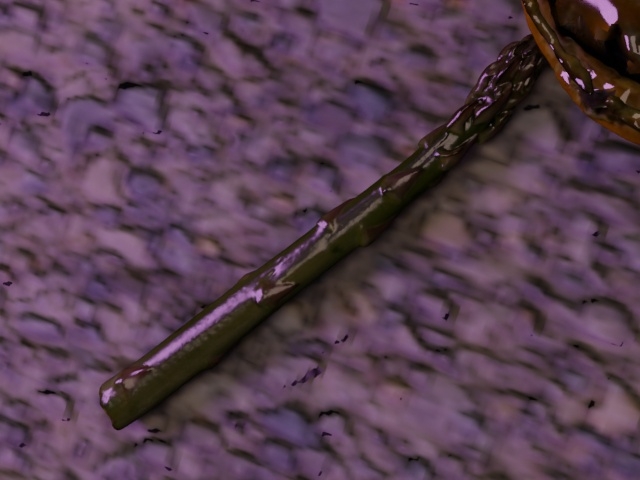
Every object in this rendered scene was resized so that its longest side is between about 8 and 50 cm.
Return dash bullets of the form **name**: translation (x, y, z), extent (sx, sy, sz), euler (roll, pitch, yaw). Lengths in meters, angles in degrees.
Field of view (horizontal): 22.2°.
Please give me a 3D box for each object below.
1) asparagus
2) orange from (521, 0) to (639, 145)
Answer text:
- **asparagus**: translation (0.000, 0.000, 0.670), extent (0.248, 0.025, 0.024), euler (-39, 30, 17)
- **orange**: translation (0.150, -0.098, 0.562), extent (0.170, 0.112, 0.160), euler (32, 89, -2)
